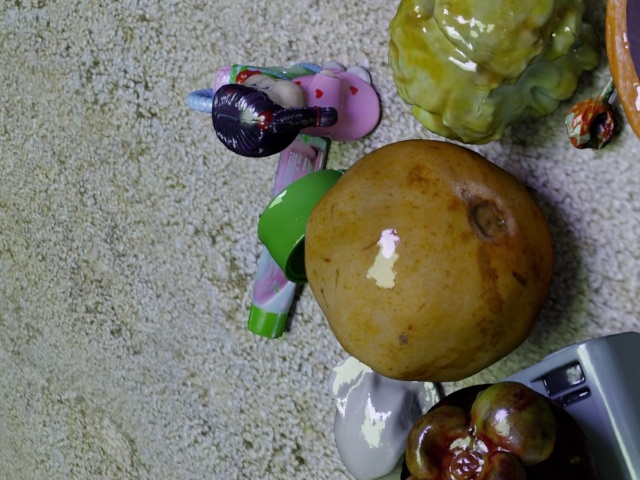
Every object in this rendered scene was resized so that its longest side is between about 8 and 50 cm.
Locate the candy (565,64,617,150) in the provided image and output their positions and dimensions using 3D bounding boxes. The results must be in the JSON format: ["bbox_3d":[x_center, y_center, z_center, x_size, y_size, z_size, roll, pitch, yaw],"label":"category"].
[{"bbox_3d":[0.297,-0.172,1.355,0.049,0.055,0.185,36,113,31],"label":"candy"}]

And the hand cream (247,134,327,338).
[{"bbox_3d":[-0.047,-0.010,1.770,0.079,0.050,0.275,18,104,20],"label":"hand cream"}]

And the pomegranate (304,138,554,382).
[{"bbox_3d":[0.106,0.025,1.432,0.264,0.264,0.264,9,102,48],"label":"pomegranate"}]

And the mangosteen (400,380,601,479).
[{"bbox_3d":[0.164,0.230,1.276,0.210,0.210,0.210,9,102,48],"label":"mangosteen"}]

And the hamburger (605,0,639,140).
[{"bbox_3d":[0.409,-0.184,1.066,0.330,0.250,0.330,3,94,47],"label":"hamburger"}]

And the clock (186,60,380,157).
[{"bbox_3d":[-0.058,-0.162,1.642,0.194,0.195,0.100,16,111,45],"label":"clock"}]

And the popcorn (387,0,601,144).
[{"bbox_3d":[0.168,-0.209,1.394,0.221,0.183,0.204,-45,56,43],"label":"popcorn"}]

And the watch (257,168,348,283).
[{"bbox_3d":[0.000,0.000,1.632,0.131,0.152,0.165,55,130,25],"label":"watch"}]

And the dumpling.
[{"bbox_3d":[0.079,0.220,1.624,0.150,0.092,0.176,-17,77,34],"label":"dumpling"}]

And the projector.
[{"bbox_3d":[0.257,0.224,1.403,0.250,0.108,0.198,-35,69,47],"label":"projector"}]
